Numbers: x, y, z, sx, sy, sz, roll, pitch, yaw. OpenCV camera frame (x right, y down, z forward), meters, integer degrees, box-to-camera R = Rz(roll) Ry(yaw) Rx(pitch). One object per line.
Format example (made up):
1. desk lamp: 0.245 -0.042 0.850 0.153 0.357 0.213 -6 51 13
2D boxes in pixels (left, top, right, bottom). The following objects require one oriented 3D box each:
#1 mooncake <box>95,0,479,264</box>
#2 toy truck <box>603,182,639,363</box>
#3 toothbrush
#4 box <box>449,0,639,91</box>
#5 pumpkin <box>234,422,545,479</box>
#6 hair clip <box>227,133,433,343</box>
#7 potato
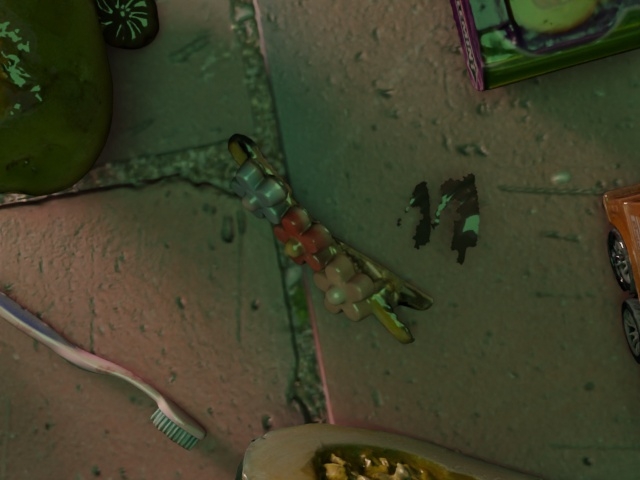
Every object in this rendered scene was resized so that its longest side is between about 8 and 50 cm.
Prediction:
1. mooncake: -0.030 -0.098 0.722 0.347 0.057 0.150 16 106 9
2. toy truck: 0.310 0.098 0.647 0.136 0.162 0.305 -14 92 4
3. toothbrush: -0.207 0.087 0.753 0.269 0.021 0.027 35 89 2
4. box: 0.269 -0.218 0.672 0.346 0.097 0.134 -15 100 4
5. pumpkin: 0.062 0.271 0.625 0.293 0.263 0.196 16 97 6
6. hair clip: -0.004 0.005 0.720 0.214 0.062 0.056 40 64 -4
7. potato: -0.252 -0.150 0.677 0.186 0.148 0.253 -42 82 25
